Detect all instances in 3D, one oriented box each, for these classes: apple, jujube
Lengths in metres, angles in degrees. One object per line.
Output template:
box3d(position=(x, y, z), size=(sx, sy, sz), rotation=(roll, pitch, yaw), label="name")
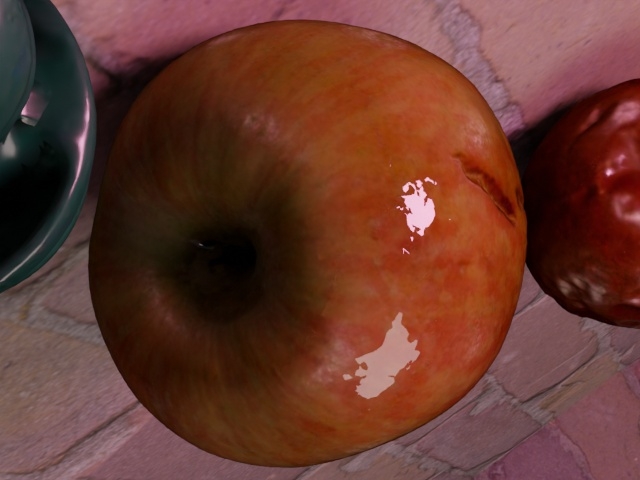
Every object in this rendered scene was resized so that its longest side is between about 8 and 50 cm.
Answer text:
box3d(position=(0.000, 0.000, 0.727), size=(0.264, 0.264, 0.264), rotation=(-29, 157, -14), label="apple")
box3d(position=(0.287, -0.023, 1.148), size=(0.223, 0.223, 0.318), rotation=(-33, 167, -3), label="jujube")

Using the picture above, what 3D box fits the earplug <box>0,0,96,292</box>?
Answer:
box3d(position=(-0.144, -0.079, 0.510), size=(0.257, 0.164, 0.280), rotation=(-46, 175, -14), label="earplug")
